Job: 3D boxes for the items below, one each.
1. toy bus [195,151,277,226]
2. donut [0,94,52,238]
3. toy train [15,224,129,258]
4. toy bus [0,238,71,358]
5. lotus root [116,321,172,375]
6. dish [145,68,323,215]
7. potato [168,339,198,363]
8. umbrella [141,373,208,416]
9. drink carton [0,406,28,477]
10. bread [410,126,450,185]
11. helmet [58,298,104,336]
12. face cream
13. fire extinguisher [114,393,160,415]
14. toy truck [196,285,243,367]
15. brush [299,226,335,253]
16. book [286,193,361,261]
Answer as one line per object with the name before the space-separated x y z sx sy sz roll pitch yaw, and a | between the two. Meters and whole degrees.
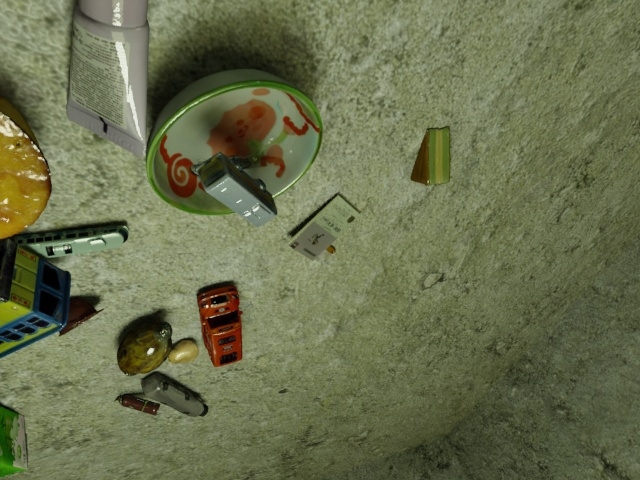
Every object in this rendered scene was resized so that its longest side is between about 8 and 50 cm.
toy bus | -0.143 -0.088 0.956 0.064 0.075 0.190 -32 150 10
donut | -0.569 -0.122 0.808 0.302 0.110 0.303 -16 143 -12
toy train | -0.490 0.002 1.060 0.207 0.047 0.043 -9 134 -22
toy bus | -0.645 0.134 1.011 0.287 0.138 0.175 -25 144 13
lotus root | -0.448 0.271 1.357 0.120 0.120 0.209 19 125 -45
dish | -0.165 -0.195 0.971 0.324 0.124 0.324 -19 150 -11
potato | -0.388 0.318 1.495 0.083 0.062 0.068 -31 120 -36
umbrella | -0.447 0.497 1.672 0.073 0.067 0.337 -20 145 7
drink carton | -0.844 0.503 1.316 0.108 0.161 0.271 -18 151 -9
bread | 0.271 -0.213 1.314 0.074 0.084 0.139 -13 110 -19
helmet | -0.557 0.164 1.204 0.111 0.057 0.089 -33 180 -2
face cream | -0.315 -0.266 0.794 0.154 0.096 0.274 26 128 3
fire extinguisher | -0.550 0.490 1.590 0.132 0.039 0.056 20 128 -9
toy truck | -0.263 0.233 1.426 0.107 0.114 0.253 -13 142 -17
brush | 0.000 0.000 1.398 0.043 0.014 0.170 -34 144 11
book | 0.011 -0.029 1.347 0.181 0.014 0.127 -43 144 8
